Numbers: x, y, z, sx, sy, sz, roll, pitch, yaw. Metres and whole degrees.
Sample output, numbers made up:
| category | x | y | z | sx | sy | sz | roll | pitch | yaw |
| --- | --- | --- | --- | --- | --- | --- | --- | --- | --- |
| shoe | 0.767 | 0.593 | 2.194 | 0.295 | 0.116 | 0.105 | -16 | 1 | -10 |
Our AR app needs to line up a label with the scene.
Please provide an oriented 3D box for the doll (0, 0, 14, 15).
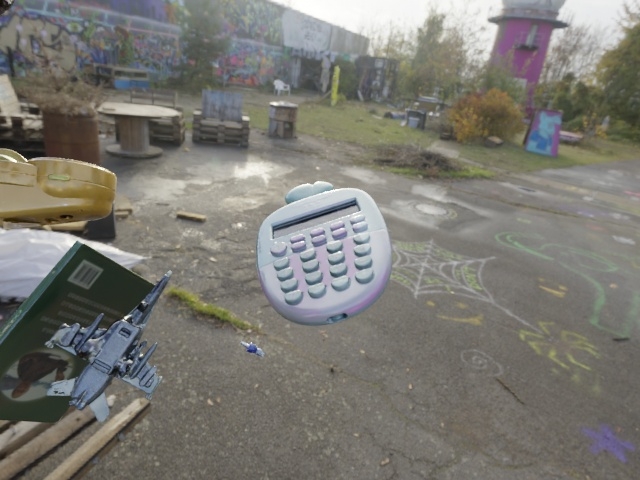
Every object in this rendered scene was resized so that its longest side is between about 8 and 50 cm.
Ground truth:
| category | x | y | z | sx | sy | sz | roll | pitch | yaw |
| --- | --- | --- | --- | --- | --- | --- | --- | --- | --- |
| doll | -0.412 | -0.388 | 0.428 | 0.240 | 0.310 | 0.284 | 55 | 34 | 9 |

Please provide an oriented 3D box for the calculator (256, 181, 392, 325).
| category | x | y | z | sx | sy | sz | roll | pitch | yaw |
| --- | --- | --- | --- | --- | --- | --- | --- | --- | --- |
| calculator | 0.000 | 0.000 | 0.567 | 0.185 | 0.041 | 0.299 | -18 | 36 | 3 |

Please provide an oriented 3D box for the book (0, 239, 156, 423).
| category | x | y | z | sx | sy | sz | roll | pitch | yaw |
| --- | --- | --- | --- | --- | --- | --- | --- | --- | --- |
| book | -0.541 | 0.204 | 0.858 | 0.043 | 0.260 | 0.371 | 26 | 72 | 24 |

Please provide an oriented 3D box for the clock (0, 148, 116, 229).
| category | x | y | z | sx | sy | sz | roll | pitch | yaw |
| --- | --- | --- | --- | --- | --- | --- | --- | --- | --- |
| clock | -0.747 | -0.135 | 1.133 | 0.317 | 0.200 | 0.244 | 0 | -4 | -19 |

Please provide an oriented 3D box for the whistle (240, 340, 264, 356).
| category | x | y | z | sx | sy | sz | roll | pitch | yaw |
| --- | --- | --- | --- | --- | --- | --- | --- | --- | --- |
| whistle | -0.201 | 0.323 | 1.204 | 0.083 | 0.029 | 0.033 | 32 | -2 | -14 |

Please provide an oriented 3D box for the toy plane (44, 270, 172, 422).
| category | x | y | z | sx | sy | sz | roll | pitch | yaw |
| --- | --- | --- | --- | --- | --- | --- | --- | --- | --- |
| toy plane | -0.334 | 0.161 | 0.693 | 0.192 | 0.262 | 0.088 | 32 | -16 | -10 |
